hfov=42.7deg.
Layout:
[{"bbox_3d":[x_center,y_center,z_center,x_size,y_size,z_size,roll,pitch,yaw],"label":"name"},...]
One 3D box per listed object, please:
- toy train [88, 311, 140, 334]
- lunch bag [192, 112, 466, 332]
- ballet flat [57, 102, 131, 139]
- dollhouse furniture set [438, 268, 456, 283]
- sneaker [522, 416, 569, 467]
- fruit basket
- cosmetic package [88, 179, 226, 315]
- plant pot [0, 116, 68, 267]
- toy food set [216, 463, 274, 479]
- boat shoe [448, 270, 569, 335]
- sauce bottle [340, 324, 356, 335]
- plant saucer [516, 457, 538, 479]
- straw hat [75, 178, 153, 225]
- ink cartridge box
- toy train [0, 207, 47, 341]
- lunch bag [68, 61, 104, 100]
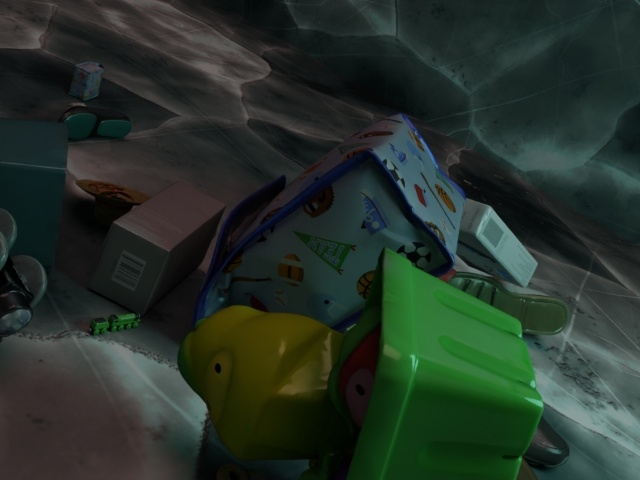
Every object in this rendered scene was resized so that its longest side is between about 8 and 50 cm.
[{"bbox_3d":[-0.286,0.114,1.145,0.017,0.023,0.083,40,28,29],"label":"toy train"},{"bbox_3d":[0.000,0.000,1.244,0.239,0.386,0.328,53,22,-5],"label":"lunch bag"},{"bbox_3d":[-0.465,-0.239,1.632,0.074,0.074,0.203,36,19,20],"label":"ballet flat"},{"bbox_3d":[0.112,0.037,1.490,0.374,0.201,0.152,39,24,25],"label":"dollhouse furniture set"},{"bbox_3d":[0.302,0.261,1.345,0.267,0.106,0.101,39,25,21],"label":"sneaker"},{"bbox_3d":[0.006,0.194,0.877,0.392,0.392,0.283,24,24,-6],"label":"fruit basket"},{"bbox_3d":[-0.248,0.005,1.283,0.107,0.127,0.238,27,22,2],"label":"cosmetic package"},{"bbox_3d":[-0.493,-0.081,1.176,0.234,0.165,0.165,6,30,-20],"label":"plant pot"},{"bbox_3d":[-0.083,0.302,0.972,0.083,0.020,0.083,16,25,-23],"label":"toy food set"},{"bbox_3d":[0.355,0.129,1.686,0.303,0.113,0.103,17,5,-16],"label":"boat shoe"},{"bbox_3d":[0.021,0.170,1.236,0.111,0.111,0.344,30,23,8],"label":"sauce bottle"},{"bbox_3d":[0.261,0.367,0.984,0.277,0.041,0.277,54,18,-27],"label":"plant saucer"},{"bbox_3d":[-0.351,-0.055,1.379,0.145,0.061,0.144,16,10,-3],"label":"straw hat"},{"bbox_3d":[0.251,-0.024,1.566,0.261,0.066,0.296,24,-7,37],"label":"ink cartridge box"},{"bbox_3d":[-0.471,0.006,0.976,0.334,0.190,0.142,51,-7,24],"label":"toy train"},{"bbox_3d":[-0.515,-0.355,1.815,0.053,0.071,0.083,25,26,7],"label":"lunch bag"}]
